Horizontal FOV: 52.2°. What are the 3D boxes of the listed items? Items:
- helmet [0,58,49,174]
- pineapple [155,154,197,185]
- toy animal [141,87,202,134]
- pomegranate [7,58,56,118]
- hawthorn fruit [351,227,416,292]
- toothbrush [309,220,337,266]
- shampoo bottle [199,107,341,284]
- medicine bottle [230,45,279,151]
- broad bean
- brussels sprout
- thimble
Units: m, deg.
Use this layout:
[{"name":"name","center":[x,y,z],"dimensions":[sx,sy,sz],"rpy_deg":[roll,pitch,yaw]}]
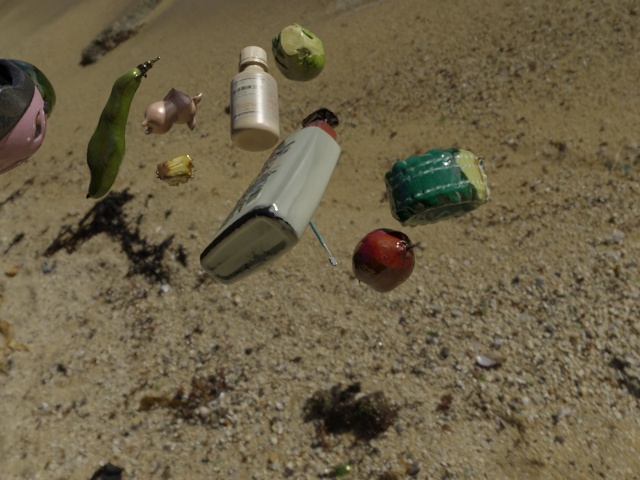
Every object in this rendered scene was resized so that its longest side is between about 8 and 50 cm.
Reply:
[{"name":"helmet","center":[-0.545,-0.169,1.033],"dimensions":[0.253,0.154,0.198],"rpy_deg":[-36,44,11]},{"name":"pineapple","center":[-0.426,-0.194,1.897],"dimensions":[0.137,0.116,0.069],"rpy_deg":[-30,71,46]},{"name":"toy animal","center":[-0.332,-0.279,1.447],"dimensions":[0.150,0.089,0.083],"rpy_deg":[-33,0,-29]},{"name":"pomegranate","center":[-0.687,-0.310,1.428],"dimensions":[0.156,0.156,0.220],"rpy_deg":[0,25,41]},{"name":"hawthorn fruit","center":[0.196,0.043,1.835],"dimensions":[0.235,0.181,0.181],"rpy_deg":[-35,32,48]},{"name":"toothbrush","center":[0.000,0.000,1.559],"dimensions":[0.011,0.014,0.167],"rpy_deg":[-54,48,30]},{"name":"shampoo bottle","center":[-0.036,-0.080,0.807],"dimensions":[0.153,0.071,0.284],"rpy_deg":[-34,20,44]},{"name":"medicine bottle","center":[-0.155,-0.338,1.533],"dimensions":[0.114,0.114,0.252],"rpy_deg":[-18,61,29]},{"name":"broad bean","center":[-0.416,-0.233,1.324],"dimensions":[0.325,0.075,0.067],"rpy_deg":[-67,19,8]},{"name":"brussels sprout","center":[-0.063,-0.539,1.889],"dimensions":[0.144,0.161,0.181],"rpy_deg":[-30,2,-1]},{"name":"thimble","center":[0.328,-0.149,1.841],"dimensions":[0.288,0.254,0.167],"rpy_deg":[-13,78,-7]}]
